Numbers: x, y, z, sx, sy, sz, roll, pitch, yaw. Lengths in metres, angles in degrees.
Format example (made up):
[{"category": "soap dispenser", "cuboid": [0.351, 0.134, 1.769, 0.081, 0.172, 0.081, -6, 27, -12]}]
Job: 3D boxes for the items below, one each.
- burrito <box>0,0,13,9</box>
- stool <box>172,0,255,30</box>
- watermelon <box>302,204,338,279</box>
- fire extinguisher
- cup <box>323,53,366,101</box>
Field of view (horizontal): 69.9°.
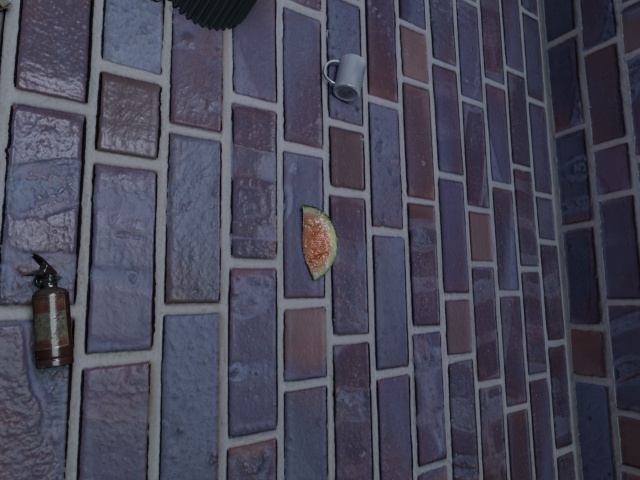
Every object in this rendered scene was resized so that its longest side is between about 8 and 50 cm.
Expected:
[{"category": "burrito", "cuboid": [-0.776, -0.663, 1.037, 0.082, 0.059, 0.275, -15, 92, -21]}, {"category": "stool", "cuboid": [-0.256, -0.795, 1.249, 0.297, 0.330, 0.297, 5, 81, -34]}, {"category": "watermelon", "cuboid": [-0.003, 0.000, 1.479, 0.119, 0.063, 0.245, -8, 93, -17]}, {"category": "fire extinguisher", "cuboid": [-0.598, 0.154, 1.012, 0.075, 0.106, 0.252, -4, 86, -15]}, {"category": "cup", "cuboid": [0.084, -0.571, 1.606, 0.099, 0.136, 0.133, 55, 44, -68]}]
